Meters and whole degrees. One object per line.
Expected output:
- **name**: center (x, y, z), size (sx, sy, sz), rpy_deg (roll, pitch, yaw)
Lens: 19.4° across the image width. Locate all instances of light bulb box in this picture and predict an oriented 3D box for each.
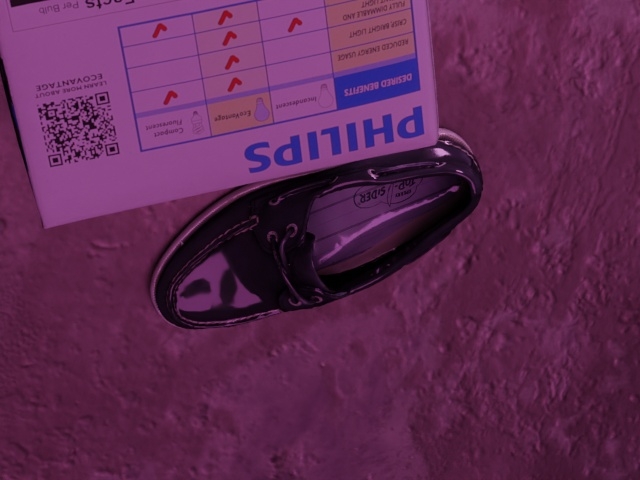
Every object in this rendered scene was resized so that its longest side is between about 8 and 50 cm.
- **light bulb box**: center (-0.109, -0.246, 1.556), size (0.358, 0.225, 0.361), rpy_deg (-12, 123, -8)

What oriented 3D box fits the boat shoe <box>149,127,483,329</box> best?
- **boat shoe**: center (0.002, 0.003, 1.761), size (0.340, 0.113, 0.127), rpy_deg (-20, 113, -5)
